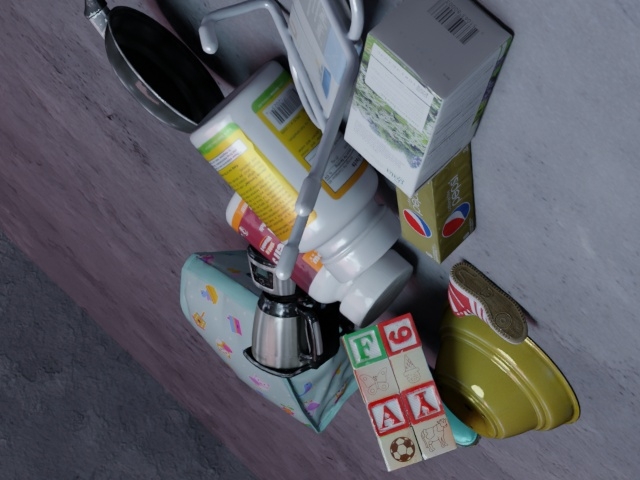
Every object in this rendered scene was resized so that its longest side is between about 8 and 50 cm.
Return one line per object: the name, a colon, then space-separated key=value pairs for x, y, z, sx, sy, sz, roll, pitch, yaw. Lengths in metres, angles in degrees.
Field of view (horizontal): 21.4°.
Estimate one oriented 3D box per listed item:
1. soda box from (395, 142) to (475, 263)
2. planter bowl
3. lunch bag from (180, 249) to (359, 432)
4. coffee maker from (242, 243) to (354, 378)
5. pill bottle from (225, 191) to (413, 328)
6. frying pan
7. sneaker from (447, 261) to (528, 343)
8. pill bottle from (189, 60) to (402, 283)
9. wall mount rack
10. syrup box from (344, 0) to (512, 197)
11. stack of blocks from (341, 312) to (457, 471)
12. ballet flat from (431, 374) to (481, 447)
soda box: x=0.121 y=-0.052 z=1.787 sx=0.058 sy=0.061 sz=0.181 roll=37 pitch=161 yaw=25
planter bowl: x=0.205 y=0.178 z=2.073 sx=0.217 sy=0.090 sz=0.217 roll=40 pitch=163 yaw=15
lunch bag: x=-0.073 y=0.127 z=2.481 sx=0.223 sy=0.160 sz=0.262 roll=32 pitch=164 yaw=38
coffee maker: x=-0.027 y=0.067 z=2.254 sx=0.120 sy=0.171 sz=0.178 roll=13 pitch=119 yaw=18
pill bottle: x=0.000 y=0.000 z=2.080 sx=0.221 sy=0.121 sz=0.121 roll=41 pitch=162 yaw=14
frying pan: x=-0.232 y=-0.231 z=1.990 sx=0.326 sy=0.053 sz=0.197 roll=35 pitch=-157 yaw=-31
sneaker: x=0.192 y=0.082 z=1.960 sx=0.118 sy=0.042 sz=0.067 roll=48 pitch=160 yaw=17
pill bottle: x=-0.021 y=-0.073 z=1.936 sx=0.245 sy=0.136 sz=0.136 roll=48 pitch=162 yaw=-9
wall mount rack: x=-0.028 y=-0.145 z=1.676 sx=0.350 sy=0.130 sz=0.304 roll=107 pitch=142 yaw=-71
syrup box: x=0.096 y=-0.140 z=1.586 sx=0.093 sy=0.096 sz=0.237 roll=43 pitch=163 yaw=11
stack of blocks: x=0.096 y=0.188 z=2.126 sx=0.297 sy=0.087 sz=0.171 roll=75 pitch=175 yaw=-86
ballet flat: x=0.154 y=0.216 z=2.347 sx=0.188 sy=0.070 sz=0.070 roll=42 pitch=163 yaw=16
